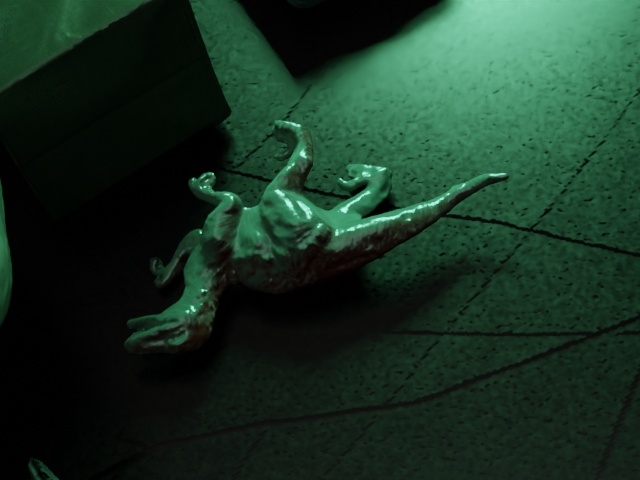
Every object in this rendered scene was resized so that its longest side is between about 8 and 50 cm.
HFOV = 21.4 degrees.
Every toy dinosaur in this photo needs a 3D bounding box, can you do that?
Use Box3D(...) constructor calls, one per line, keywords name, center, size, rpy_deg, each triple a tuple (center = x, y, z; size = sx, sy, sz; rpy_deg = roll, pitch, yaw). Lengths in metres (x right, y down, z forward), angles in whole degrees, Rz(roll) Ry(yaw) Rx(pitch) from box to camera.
Box3D(name="toy dinosaur", center=(0.000, 0.000, 1.101), size=(0.242, 0.053, 0.167), rpy_deg=(0, 57, 10))

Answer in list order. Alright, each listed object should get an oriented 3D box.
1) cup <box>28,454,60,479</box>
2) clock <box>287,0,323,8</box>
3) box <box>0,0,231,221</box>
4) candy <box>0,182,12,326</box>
Box3D(name="cup", center=(-0.197, 0.278, 0.882), size=(0.288, 0.203, 0.203), rpy_deg=(-40, 58, -10))
Box3D(name="clock", center=(-0.004, -0.282, 1.280), size=(0.144, 0.073, 0.193), rpy_deg=(-28, 56, -9))
Box3D(name="box", center=(-0.195, -0.160, 1.187), size=(0.149, 0.155, 0.231), rpy_deg=(-33, 58, -9))
Box3D(name="candy", center=(-0.345, 0.060, 0.964), size=(0.386, 0.186, 0.427), rpy_deg=(4, 45, 23))
